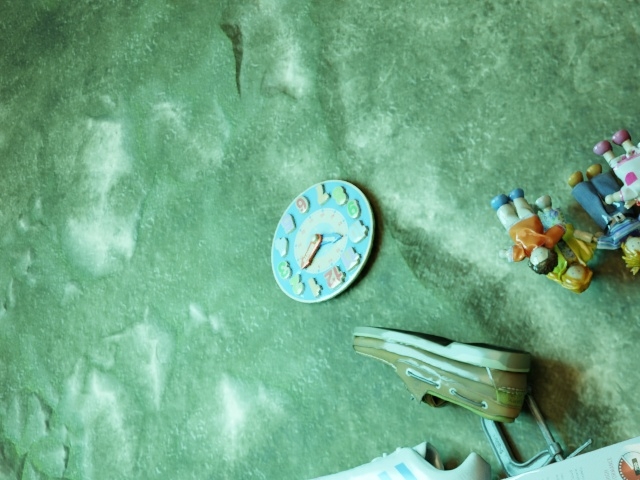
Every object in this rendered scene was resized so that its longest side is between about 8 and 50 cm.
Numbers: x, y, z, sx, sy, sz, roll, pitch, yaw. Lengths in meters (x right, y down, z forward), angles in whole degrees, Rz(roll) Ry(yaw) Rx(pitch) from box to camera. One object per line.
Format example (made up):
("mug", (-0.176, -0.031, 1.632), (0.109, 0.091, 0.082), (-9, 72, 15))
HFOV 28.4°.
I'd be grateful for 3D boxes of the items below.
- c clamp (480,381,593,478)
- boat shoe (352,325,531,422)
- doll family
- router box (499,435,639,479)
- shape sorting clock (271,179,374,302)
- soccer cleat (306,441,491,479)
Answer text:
("c clamp", (0.287, 0.257, 1.721), (0.137, 0.022, 0.161), (-49, 47, 23))
("boat shoe", (0.155, 0.186, 1.788), (0.307, 0.110, 0.104), (8, 91, 48))
("doll family", (0.371, -0.019, 1.710), (0.263, 0.118, 0.163), (-30, 51, 6))
("router box", (0.380, 0.428, 1.554), (0.301, 0.082, 0.335), (-25, 61, 29))
("shape sorting clock", (0.000, 0.000, 2.019), (0.206, 0.040, 0.206), (-13, 68, 34))
("soccer cleat", (0.098, 0.355, 1.795), (0.331, 0.116, 0.143), (-2, 58, 35))
